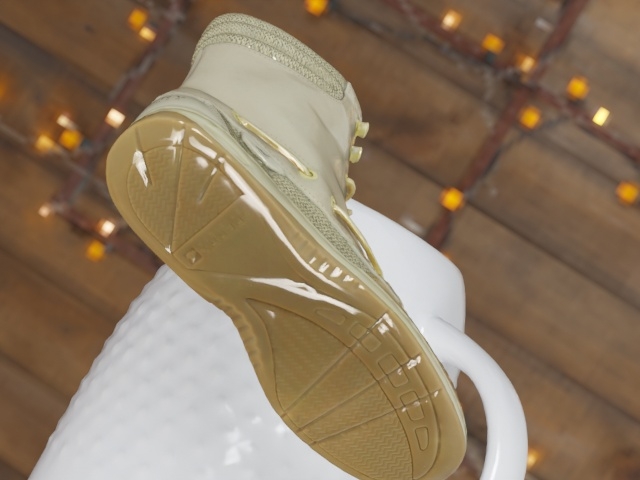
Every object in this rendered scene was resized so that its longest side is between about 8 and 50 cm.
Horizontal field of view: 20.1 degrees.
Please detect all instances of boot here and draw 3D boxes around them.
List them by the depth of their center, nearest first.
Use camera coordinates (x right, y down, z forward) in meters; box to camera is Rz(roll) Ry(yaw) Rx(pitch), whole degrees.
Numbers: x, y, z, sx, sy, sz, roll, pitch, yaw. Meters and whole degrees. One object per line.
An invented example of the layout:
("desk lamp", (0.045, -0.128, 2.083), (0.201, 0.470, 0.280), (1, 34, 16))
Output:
("boot", (0.000, 0.000, 1.032), (0.095, 0.262, 0.203), (-37, -166, 24))

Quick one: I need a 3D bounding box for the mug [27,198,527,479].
("mug", (-0.005, 0.144, 1.379), (0.276, 0.374, 0.328), (36, 80, -47))
